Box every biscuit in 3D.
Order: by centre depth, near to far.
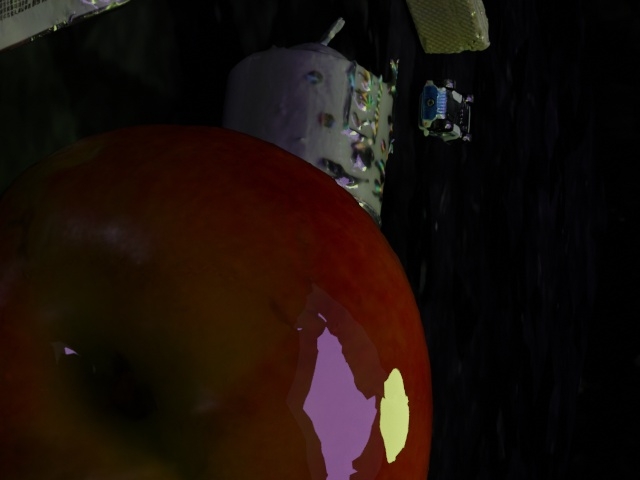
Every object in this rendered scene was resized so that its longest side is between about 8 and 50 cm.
[{"bbox_3d":[0.184,-0.370,2.054,0.239,0.108,0.062,61,34,-54],"label":"biscuit"}]

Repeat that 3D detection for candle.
[{"bbox_3d":[-0.016,-0.111,1.412,0.187,0.187,0.330,51,43,-61],"label":"candle"}]

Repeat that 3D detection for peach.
[{"bbox_3d":[-0.093,0.107,0.957,0.388,0.388,0.388,1,90,-70],"label":"peach"}]

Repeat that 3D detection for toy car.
[{"bbox_3d":[0.194,-0.198,2.145,0.170,0.070,0.080,17,75,-68],"label":"toy car"}]

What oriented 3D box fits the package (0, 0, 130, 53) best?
[{"bbox_3d":[-0.224,-0.230,1.043,0.239,0.030,0.154,-46,127,-61],"label":"package"}]
